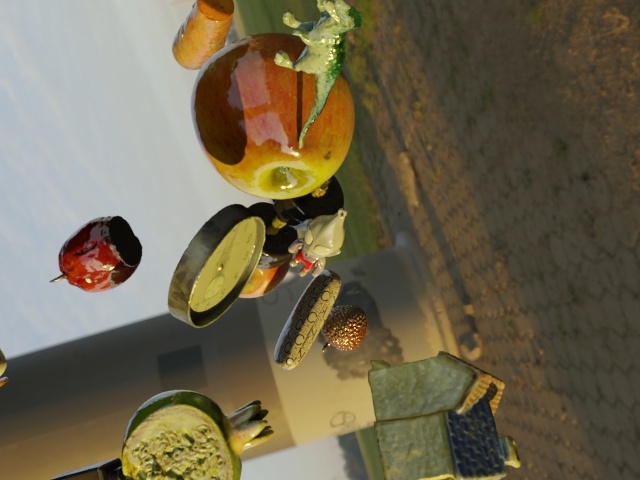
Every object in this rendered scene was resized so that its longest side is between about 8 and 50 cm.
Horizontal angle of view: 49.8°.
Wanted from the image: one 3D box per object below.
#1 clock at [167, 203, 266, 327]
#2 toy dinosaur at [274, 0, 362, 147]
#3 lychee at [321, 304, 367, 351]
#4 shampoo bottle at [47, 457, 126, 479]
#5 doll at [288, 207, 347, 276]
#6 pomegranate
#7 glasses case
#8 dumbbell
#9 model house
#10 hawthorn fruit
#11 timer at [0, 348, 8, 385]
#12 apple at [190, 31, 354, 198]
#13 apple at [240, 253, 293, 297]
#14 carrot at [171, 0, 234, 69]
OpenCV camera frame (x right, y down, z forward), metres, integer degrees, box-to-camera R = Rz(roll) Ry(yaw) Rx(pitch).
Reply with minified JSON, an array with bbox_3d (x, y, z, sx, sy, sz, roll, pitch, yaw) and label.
[{"bbox_3d":[-0.164,0.043,1.126,0.042,0.215,0.215,29,162,16],"label":"clock"},{"bbox_3d":[-0.026,-0.291,1.110,0.129,0.076,0.383,44,162,4],"label":"toy dinosaur"},{"bbox_3d":[0.076,0.307,2.372,0.165,0.197,0.165,42,-171,-8],"label":"lychee"},{"bbox_3d":[-0.566,0.597,1.692,0.079,0.246,0.080,-8,-103,-62],"label":"shampoo bottle"},{"bbox_3d":[0.000,0.000,1.533,0.102,0.075,0.227,47,135,5],"label":"doll"},{"bbox_3d":[-0.286,0.489,1.641,0.216,0.358,0.309,137,109,-82],"label":"pomegranate"},{"bbox_3d":[-0.043,0.256,2.252,0.085,0.354,0.137,30,175,-22],"label":"glasses case"},{"bbox_3d":[-0.091,-0.062,1.751,0.388,0.185,0.185,-40,58,44],"label":"dumbbell"},{"bbox_3d":[0.274,0.400,1.463,0.261,0.266,0.321,34,-139,-53],"label":"model house"},{"bbox_3d":[-0.587,0.050,1.793,0.189,0.251,0.189,51,175,6],"label":"hawthorn fruit"},{"bbox_3d":[-1.082,0.377,2.085,0.240,0.233,0.233,62,-179,-12],"label":"timer"},{"bbox_3d":[-0.096,-0.249,1.420,0.339,0.340,0.339,164,90,-88],"label":"apple"},{"bbox_3d":[-0.254,0.052,2.405,0.277,0.319,0.319,-57,-42,-53],"label":"apple"},{"bbox_3d":[-0.316,-0.565,1.878,0.302,0.139,0.138,-19,87,65],"label":"carrot"}]
